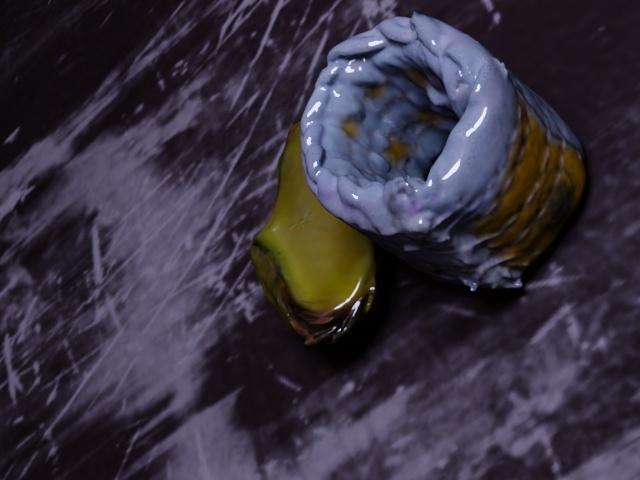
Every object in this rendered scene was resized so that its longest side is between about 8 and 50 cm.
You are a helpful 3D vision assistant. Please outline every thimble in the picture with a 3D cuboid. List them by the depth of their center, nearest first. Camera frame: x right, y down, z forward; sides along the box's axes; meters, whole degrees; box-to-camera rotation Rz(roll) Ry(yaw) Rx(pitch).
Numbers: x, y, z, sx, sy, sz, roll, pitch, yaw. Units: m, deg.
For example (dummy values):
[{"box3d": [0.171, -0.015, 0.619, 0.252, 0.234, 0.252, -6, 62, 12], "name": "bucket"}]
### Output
[{"box3d": [0.066, -0.051, 0.856, 0.151, 0.118, 0.127, 32, 92, 49], "name": "thimble"}]

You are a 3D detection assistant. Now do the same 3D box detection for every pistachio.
[{"box3d": [0.000, 0.000, 0.950, 0.089, 0.049, 0.173, -18, 51, 19], "name": "pistachio"}]
